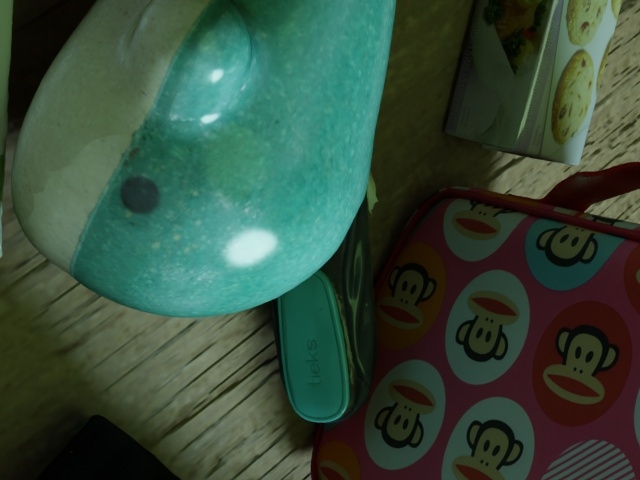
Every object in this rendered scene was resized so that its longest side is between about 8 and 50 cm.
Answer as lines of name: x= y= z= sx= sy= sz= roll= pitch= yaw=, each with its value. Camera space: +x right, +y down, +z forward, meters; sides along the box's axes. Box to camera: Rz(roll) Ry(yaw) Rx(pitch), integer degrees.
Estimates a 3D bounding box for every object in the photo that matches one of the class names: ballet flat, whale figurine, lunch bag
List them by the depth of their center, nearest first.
whale figurine: x=-0.017 y=-0.084 z=0.578 sx=0.141 sy=0.216 sz=0.272 roll=35 pitch=103 yaw=-2
lunch bag: x=0.138 y=0.080 z=0.722 sx=0.120 sy=0.293 sz=0.258 roll=20 pitch=92 yaw=-37
ballet flat: x=0.000 y=0.000 z=0.736 sx=0.074 sy=0.074 sz=0.203 roll=-18 pitch=109 yaw=-35

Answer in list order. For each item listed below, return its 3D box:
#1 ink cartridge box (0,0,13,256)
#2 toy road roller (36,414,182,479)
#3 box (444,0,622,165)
ink cartridge box: x=-0.217 y=-0.106 z=0.498 sx=0.189 sy=0.097 sz=0.255 roll=-13 pitch=127 yaw=-37
toy road roller: x=-0.059 y=0.268 z=0.652 sx=0.202 sy=0.240 sz=0.329 roll=-47 pitch=129 yaw=-18
box: x=0.153 y=-0.208 z=0.789 sx=0.067 sy=0.063 sz=0.324 roll=8 pitch=99 yaw=-42
